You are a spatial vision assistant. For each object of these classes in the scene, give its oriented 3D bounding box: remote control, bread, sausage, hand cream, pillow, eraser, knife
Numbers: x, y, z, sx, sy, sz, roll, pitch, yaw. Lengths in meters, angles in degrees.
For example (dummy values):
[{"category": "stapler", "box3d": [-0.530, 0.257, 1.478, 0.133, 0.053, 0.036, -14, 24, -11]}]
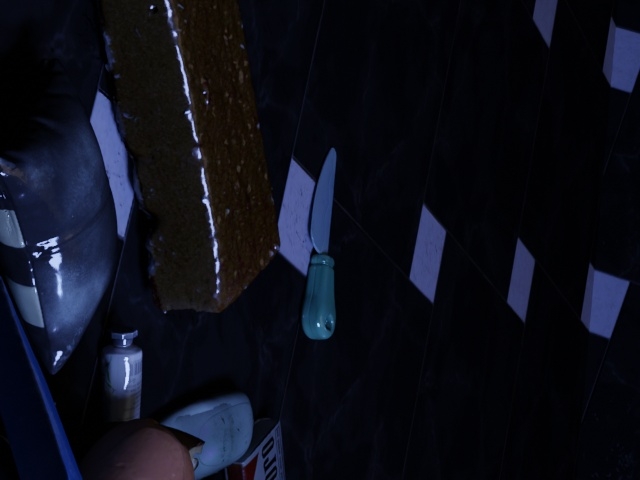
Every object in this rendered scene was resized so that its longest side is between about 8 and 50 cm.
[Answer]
[{"category": "remote control", "box3d": [-0.136, 0.230, 2.148, 0.256, 0.045, 0.097, -21, 111, -62]}, {"category": "bread", "box3d": [-0.143, -0.141, 1.990, 0.165, 0.113, 0.416, -50, 137, -56]}, {"category": "sausage", "box3d": [-0.205, 0.295, 1.701, 0.304, 0.121, 0.121, -63, 148, -42]}, {"category": "hand cream", "box3d": [-0.211, 0.186, 1.979, 0.067, 0.042, 0.194, -40, 135, -70]}, {"category": "pillow", "box3d": [-0.249, -0.021, 1.764, 0.186, 0.106, 0.250, -74, 158, -51]}, {"category": "eraser", "box3d": [-0.249, 0.169, 1.647, 0.312, 0.042, 0.144, -121, -169, -50]}, {"category": "knife", "box3d": [-0.001, 0.000, 2.459, 0.063, 0.034, 0.260, 21, 68, -59]}]

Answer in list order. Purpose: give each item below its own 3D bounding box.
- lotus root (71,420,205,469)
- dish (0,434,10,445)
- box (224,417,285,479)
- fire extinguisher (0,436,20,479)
[{"category": "lotus root", "box3d": [-0.207, 0.254, 1.882, 0.095, 0.135, 0.159, 27, 79, -67]}, {"category": "dish", "box3d": [-0.291, 0.305, 1.754, 0.151, 0.077, 0.212, 67, 35, -45]}, {"category": "box", "box3d": [-0.077, 0.322, 2.313, 0.115, 0.036, 0.177, -43, 133, -58]}, {"category": "fire extinguisher", "box3d": [-0.392, 0.216, 1.491, 0.200, 0.113, 0.376, 64, 25, -1]}]
